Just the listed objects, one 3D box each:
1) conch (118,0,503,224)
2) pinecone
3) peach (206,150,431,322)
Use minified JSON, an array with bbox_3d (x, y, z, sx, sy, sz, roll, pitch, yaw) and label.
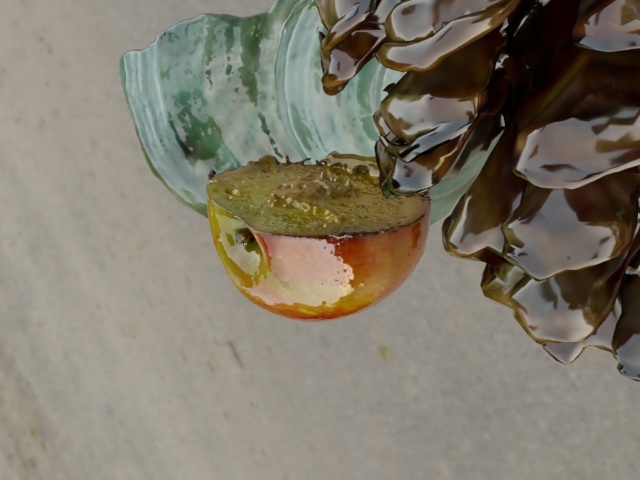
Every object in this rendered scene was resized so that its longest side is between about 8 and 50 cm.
[{"bbox_3d":[0.014,-0.084,0.788,0.277,0.220,0.195,17,82,55],"label":"conch"},{"bbox_3d":[0.104,-0.085,0.407,0.224,0.224,0.272,-7,104,53],"label":"pinecone"},{"bbox_3d":[-0.001,0.000,0.551,0.098,0.098,0.061,27,122,41],"label":"peach"}]
